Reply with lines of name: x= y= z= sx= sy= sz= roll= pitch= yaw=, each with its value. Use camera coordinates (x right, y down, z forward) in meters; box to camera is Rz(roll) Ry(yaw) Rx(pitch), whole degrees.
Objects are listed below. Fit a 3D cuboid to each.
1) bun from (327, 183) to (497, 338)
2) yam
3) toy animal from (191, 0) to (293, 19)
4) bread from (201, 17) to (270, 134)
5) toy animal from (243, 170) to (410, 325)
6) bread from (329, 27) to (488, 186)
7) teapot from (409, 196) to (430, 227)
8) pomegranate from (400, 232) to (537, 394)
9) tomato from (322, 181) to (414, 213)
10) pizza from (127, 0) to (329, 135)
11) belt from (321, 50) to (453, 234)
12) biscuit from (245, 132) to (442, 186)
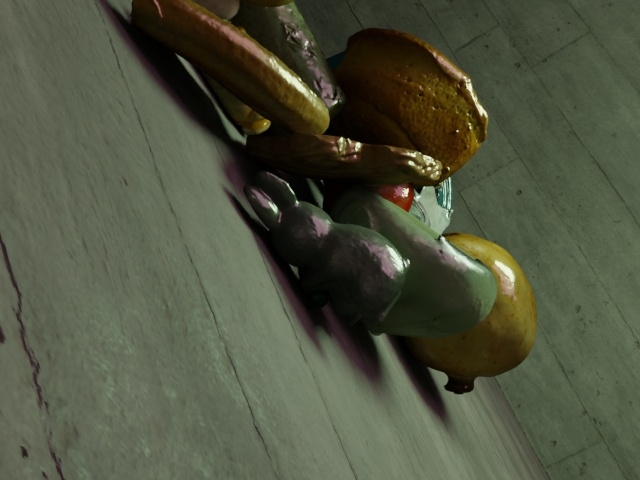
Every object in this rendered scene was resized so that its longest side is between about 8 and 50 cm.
bun: x=0.113 y=0.054 z=1.313 sx=0.293 sy=0.187 sz=0.293 roll=35 pitch=3 yaw=-2
yam: x=-0.072 y=-0.287 z=1.426 sx=0.268 sy=0.161 sz=0.161 roll=62 pitch=10 yaw=8
toy animal: x=-0.120 y=-0.407 z=1.265 sx=0.169 sy=0.281 sz=0.195 roll=79 pitch=-8 yaw=-45
bread: x=-0.121 y=-0.244 z=1.294 sx=0.177 sy=0.084 sz=0.119 roll=61 pitch=9 yaw=-19
toy animal: x=0.000 y=0.005 z=1.092 sx=0.236 sy=0.138 sz=0.108 roll=45 pitch=-20 yaw=-4
bread: x=0.141 y=-0.233 z=1.531 sx=0.312 sy=0.172 sz=0.312 roll=36 pitch=-15 yaw=11
teapot: x=0.134 y=-0.007 z=1.664 sx=0.116 sy=0.146 sz=0.148 roll=17 pitch=47 yaw=-49
pomegranate: x=0.268 y=0.119 z=1.631 sx=0.307 sy=0.307 sz=0.307 roll=57 pitch=10 yaw=-16
tomato: x=0.083 y=-0.059 z=1.521 sx=0.151 sy=0.187 sz=0.187 roll=22 pitch=23 yaw=-16
pizza: x=-0.112 y=-0.230 z=1.126 sx=0.365 sy=0.074 sz=0.182 roll=30 pitch=5 yaw=-41
belt: x=0.125 y=-0.193 z=1.827 sx=0.300 sy=0.173 sz=0.436 roll=-35 pitch=103 yaw=-51
biscuit: x=0.040 y=-0.112 z=1.282 sx=0.376 sy=0.269 sz=0.051 roll=6 pitch=90 yaw=-75
